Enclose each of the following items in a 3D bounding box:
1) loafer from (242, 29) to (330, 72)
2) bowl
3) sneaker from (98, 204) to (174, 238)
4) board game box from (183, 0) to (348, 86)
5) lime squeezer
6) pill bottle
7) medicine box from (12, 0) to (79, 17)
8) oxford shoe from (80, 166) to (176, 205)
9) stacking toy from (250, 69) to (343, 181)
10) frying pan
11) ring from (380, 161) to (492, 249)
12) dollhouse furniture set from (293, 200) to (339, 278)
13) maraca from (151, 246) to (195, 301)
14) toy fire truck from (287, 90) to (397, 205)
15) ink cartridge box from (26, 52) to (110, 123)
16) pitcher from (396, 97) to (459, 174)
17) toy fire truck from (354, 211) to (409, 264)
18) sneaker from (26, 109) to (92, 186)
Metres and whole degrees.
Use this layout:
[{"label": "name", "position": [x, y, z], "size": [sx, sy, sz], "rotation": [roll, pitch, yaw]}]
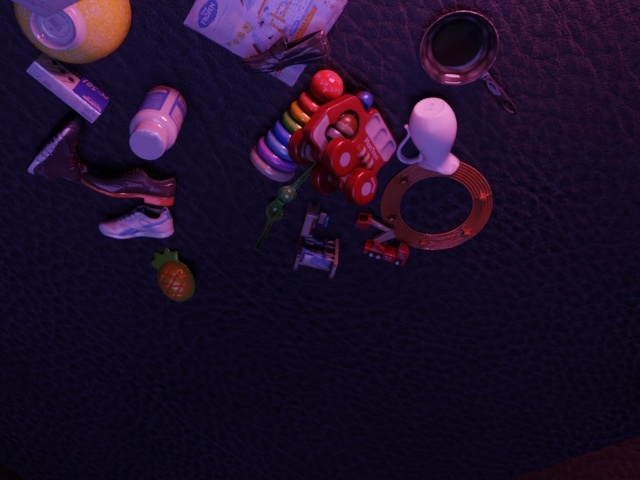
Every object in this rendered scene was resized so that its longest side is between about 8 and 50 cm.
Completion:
[{"label": "loafer", "position": [-0.089, -0.468, 1.679], "size": [0.223, 0.076, 0.078], "rotation": [-11, 123, 6]}, {"label": "bowl", "position": [-0.631, -0.554, 1.674], "size": [0.290, 0.156, 0.289], "rotation": [2, 128, 2]}, {"label": "sneaker", "position": [-0.573, -0.061, 2.109], "size": [0.229, 0.087, 0.092], "rotation": [-3, 121, -3]}, {"label": "board game box", "position": [-0.123, -0.589, 1.670], "size": [0.318, 0.066, 0.318], "rotation": [28, 125, -18]}, {"label": "lime squeezer", "position": [-0.115, -0.115, 2.028], "size": [0.059, 0.110, 0.310], "rotation": [36, 92, -4]}, {"label": "pill bottle", "position": [-0.436, -0.311, 1.810], "size": [0.124, 0.221, 0.124], "rotation": [2, 128, 3]}, {"label": "medicine box", "position": [-0.568, -0.681, 1.488], "size": [0.289, 0.263, 0.149], "rotation": [-18, 169, 16]}, {"label": "oxford shoe", "position": [-0.563, -0.178, 2.008], "size": [0.271, 0.097, 0.098], "rotation": [10, 110, -20]}, {"label": "stacking toy", "position": [-0.054, -0.318, 1.843], "size": [0.141, 0.141, 0.330], "rotation": [29, 121, -18]}, {"label": "frying pan", "position": [0.410, -0.469, 1.741], "size": [0.326, 0.053, 0.197], "rotation": [19, 127, -14]}, {"label": "ring", "position": [0.350, -0.097, 2.050], "size": [0.337, 0.032, 0.336], "rotation": [2, 128, 3]}, {"label": "dollhouse furniture set", "position": [0.000, 0.000, 2.085], "size": [0.129, 0.129, 0.183], "rotation": [12, 128, -6]}, {"label": "maraca", "position": [-0.483, 0.114, 2.230], "size": [0.127, 0.099, 0.185], "rotation": [-24, 97, 14]}, {"label": "toy fire truck", "position": [0.075, -0.256, 1.802], "size": [0.169, 0.254, 0.302], "rotation": [22, 160, 41]}, {"label": "ink cartridge box", "position": [-0.672, -0.416, 1.822], "size": [0.046, 0.097, 0.207], "rotation": [-36, 117, 27]}, {"label": "pitcher", "position": [0.286, -0.284, 1.862], "size": [0.178, 0.125, 0.207], "rotation": [4, 141, 20]}, {"label": "toy fire truck", "position": [0.192, -0.004, 2.110], "size": [0.192, 0.047, 0.135], "rotation": [17, 134, 1]}, {"label": "sneaker", "position": [-0.712, -0.253, 1.963], "size": [0.162, 0.106, 0.281], "rotation": [35, 131, -30]}]
